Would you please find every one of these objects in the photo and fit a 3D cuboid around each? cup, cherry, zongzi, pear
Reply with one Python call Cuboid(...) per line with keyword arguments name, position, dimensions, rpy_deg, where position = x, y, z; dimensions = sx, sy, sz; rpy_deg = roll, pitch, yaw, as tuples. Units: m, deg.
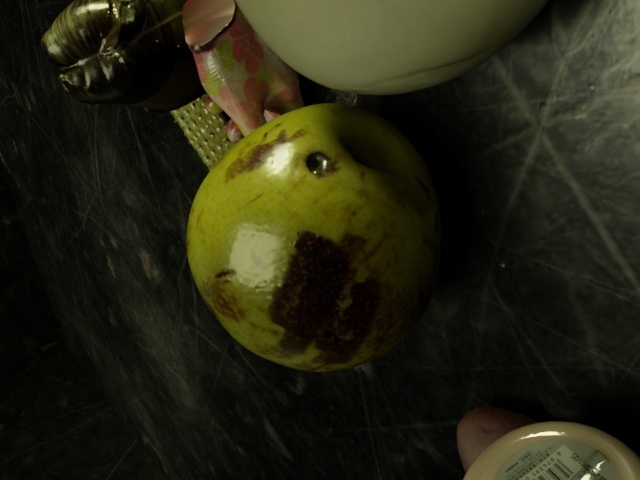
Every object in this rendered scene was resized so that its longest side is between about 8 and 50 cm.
Cuboid(name="cup", position=(0.261, 0.277, 0.520), dimensions=(0.253, 0.191, 0.200), rpy_deg=(-21, 115, 20))
Cuboid(name="cherry", position=(0.206, 0.238, 0.668), dimensions=(0.106, 0.087, 0.126), rpy_deg=(52, 149, 7))
Cuboid(name="zongzi", position=(-0.255, -0.321, 0.725), dimensions=(0.289, 0.154, 0.317), rpy_deg=(-62, -47, -79))
Cuboid(name="pear", position=(0.000, 0.000, 0.627), dimensions=(0.283, 0.283, 0.284), rpy_deg=(33, 137, 37))

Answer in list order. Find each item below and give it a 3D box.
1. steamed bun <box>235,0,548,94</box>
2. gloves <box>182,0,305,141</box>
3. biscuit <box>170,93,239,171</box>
Cuboid(name="steamed bun", position=(0.038, -0.267, 0.435), dimensions=(0.324, 0.206, 0.324), rpy_deg=(34, 139, 37))
Cuboid(name="gloves", position=(-0.079, -0.184, 0.732), dimensions=(0.145, 0.126, 0.241), rpy_deg=(39, 177, 36))
Cuboid(name="biscuit", position=(-0.198, -0.199, 0.954), dimensions=(0.203, 0.016, 0.144), rpy_deg=(57, 147, -5))
